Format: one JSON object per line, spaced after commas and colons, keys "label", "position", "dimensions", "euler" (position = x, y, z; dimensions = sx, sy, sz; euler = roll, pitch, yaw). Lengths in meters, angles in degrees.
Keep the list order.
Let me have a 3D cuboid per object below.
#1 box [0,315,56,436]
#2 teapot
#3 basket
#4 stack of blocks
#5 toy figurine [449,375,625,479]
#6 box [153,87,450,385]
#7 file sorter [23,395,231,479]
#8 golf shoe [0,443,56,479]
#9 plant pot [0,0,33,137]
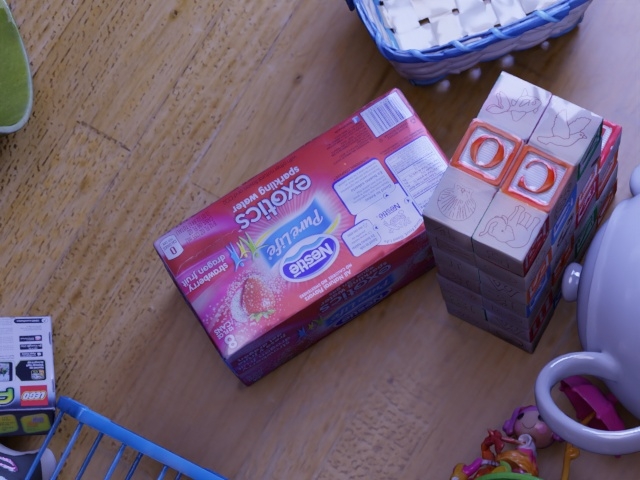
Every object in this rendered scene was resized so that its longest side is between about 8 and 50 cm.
{"label": "box", "position": [-0.337, 0.120, 1.530], "dimensions": [0.207, 0.036, 0.114], "euler": [0, 44, -11]}
{"label": "teapot", "position": [0.286, 0.051, 1.428], "dimensions": [0.187, 0.256, 0.253], "euler": [8, 87, 21]}
{"label": "basket", "position": [0.123, -0.262, 1.508], "dimensions": [0.254, 0.289, 0.201], "euler": [-20, 77, -2]}
{"label": "stack of blocks", "position": [0.170, -0.032, 1.429], "dimensions": [0.087, 0.297, 0.171], "euler": [26, 79, 14]}
{"label": "toy figurine", "position": [0.184, 0.183, 1.457], "dimensions": [0.173, 0.130, 0.159], "euler": [-1, 39, 33]}
{"label": "box", "position": [0.000, 0.000, 1.532], "dimensions": [0.257, 0.122, 0.128], "euler": [-33, 72, -3]}
{"label": "file sorter", "position": [-0.157, 0.216, 1.457], "dimensions": [0.170, 0.118, 0.104], "euler": [30, 81, -14]}
{"label": "golf shoe", "position": [-0.364, 0.189, 1.550], "dimensions": [0.273, 0.105, 0.120], "euler": [27, 55, 15]}
{"label": "plant pot", "position": [-0.460, -0.155, 1.587], "dimensions": [0.293, 0.275, 0.275], "euler": [-27, 71, 14]}
